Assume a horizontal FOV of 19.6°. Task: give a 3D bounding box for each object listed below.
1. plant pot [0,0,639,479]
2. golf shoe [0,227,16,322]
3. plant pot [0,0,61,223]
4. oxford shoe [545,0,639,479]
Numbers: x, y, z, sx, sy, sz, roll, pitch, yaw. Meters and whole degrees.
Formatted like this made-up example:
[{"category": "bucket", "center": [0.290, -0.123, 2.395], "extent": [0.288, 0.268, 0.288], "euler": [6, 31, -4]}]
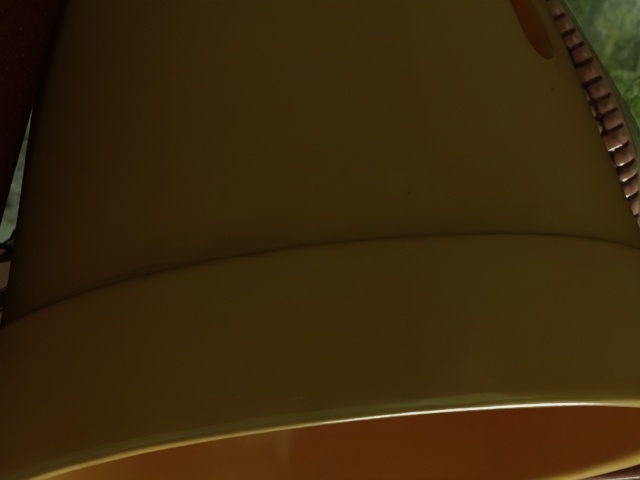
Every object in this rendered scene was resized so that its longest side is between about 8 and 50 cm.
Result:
[{"category": "plant pot", "center": [-0.002, -0.003, 0.744], "extent": [0.291, 0.291, 0.203], "euler": [4, 72, -39]}, {"category": "golf shoe", "center": [-0.125, 0.011, 0.867], "extent": [0.198, 0.077, 0.094], "euler": [-1, 93, -24]}, {"category": "plant pot", "center": [-0.253, -0.062, 0.671], "extent": [0.235, 0.267, 0.267], "euler": [22, 80, -50]}, {"category": "oxford shoe", "center": [0.144, -0.008, 1.090], "extent": [0.397, 0.140, 0.146], "euler": [67, 25, -16]}]
